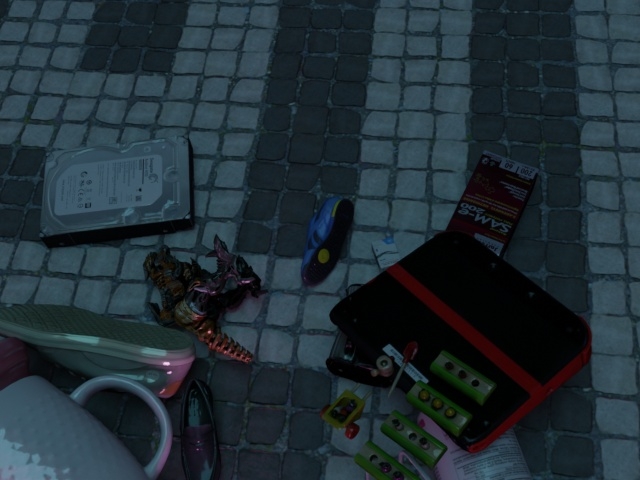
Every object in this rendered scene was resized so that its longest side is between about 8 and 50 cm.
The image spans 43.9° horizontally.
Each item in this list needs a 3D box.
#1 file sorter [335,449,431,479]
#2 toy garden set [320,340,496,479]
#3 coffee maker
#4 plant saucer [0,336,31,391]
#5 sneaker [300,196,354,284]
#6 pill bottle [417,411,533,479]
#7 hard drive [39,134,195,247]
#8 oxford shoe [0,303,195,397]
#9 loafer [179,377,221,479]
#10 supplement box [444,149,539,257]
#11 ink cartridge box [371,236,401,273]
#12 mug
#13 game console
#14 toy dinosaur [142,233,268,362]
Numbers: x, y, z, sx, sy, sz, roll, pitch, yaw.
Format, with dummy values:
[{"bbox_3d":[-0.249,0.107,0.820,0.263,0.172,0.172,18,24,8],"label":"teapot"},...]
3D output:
[{"bbox_3d":[0.066,0.497,1.290,0.278,0.173,0.193,-19,34,-20],"label":"file sorter"},{"bbox_3d":[0.136,0.270,1.319,0.204,0.049,0.244,32,69,31],"label":"toy garden set"},{"bbox_3d":[0.112,0.191,1.572,0.171,0.120,0.178,24,64,-10],"label":"coffee maker"},{"bbox_3d":[-0.642,0.326,1.441,0.084,0.332,0.332,39,69,-1],"label":"plant saucer"},{"bbox_3d":[0.000,0.000,1.713,0.082,0.069,0.209,5,65,46],"label":"sneaker"},{"bbox_3d":[0.285,0.418,1.389,0.161,0.160,0.283,-14,61,-3],"label":"pill bottle"},{"bbox_3d":[-0.459,-0.115,1.809,0.339,0.064,0.236,-6,61,0],"label":"hard drive"},{"bbox_3d":[-0.465,0.219,1.583,0.450,0.169,0.130,11,107,13],"label":"oxford shoe"},{"bbox_3d":[-0.233,0.370,1.505,0.076,0.078,0.223,-9,60,0],"label":"loafer"},{"bbox_3d":[0.364,-0.067,1.706,0.130,0.073,0.239,22,65,16],"label":"supplement box"},{"bbox_3d":[0.144,0.039,1.690,0.048,0.028,0.083,-16,61,-4],"label":"ink cartridge box"},{"bbox_3d":[-0.425,0.406,1.395,0.328,0.276,0.374,34,63,10],"label":"mug"},{"bbox_3d":[0.259,0.162,1.457,0.342,0.060,0.386,-34,53,-20],"label":"game console"},{"bbox_3d":[-0.234,0.121,1.636,0.218,0.164,0.322,-42,83,-2],"label":"toy dinosaur"}]
